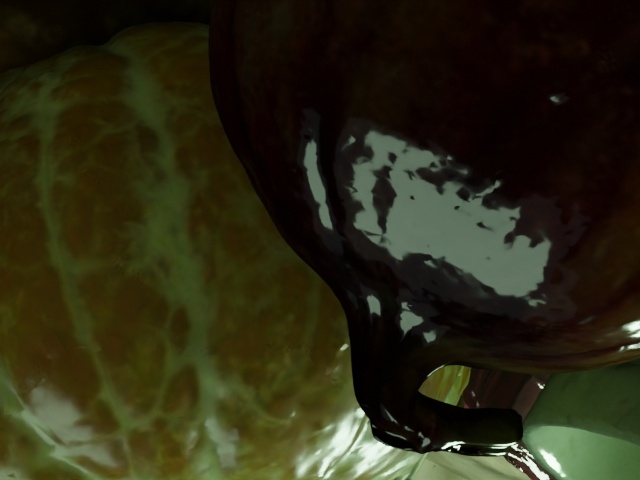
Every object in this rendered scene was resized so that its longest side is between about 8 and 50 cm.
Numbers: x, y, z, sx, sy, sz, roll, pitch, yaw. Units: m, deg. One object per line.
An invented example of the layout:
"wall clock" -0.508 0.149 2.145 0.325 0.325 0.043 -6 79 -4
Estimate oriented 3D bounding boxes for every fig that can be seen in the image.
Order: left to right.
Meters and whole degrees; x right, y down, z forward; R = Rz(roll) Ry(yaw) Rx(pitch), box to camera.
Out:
"fig" 0.072 -0.048 0.584 0.235 0.214 0.235 39 153 24

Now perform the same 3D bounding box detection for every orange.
"orange" -0.083 0.034 0.798 0.329 0.249 0.329 -9 158 -4

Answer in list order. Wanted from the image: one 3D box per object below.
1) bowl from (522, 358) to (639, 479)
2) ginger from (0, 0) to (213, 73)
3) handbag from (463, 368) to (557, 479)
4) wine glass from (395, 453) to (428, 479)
"bowl" 0.286 0.122 0.917 0.307 0.163 0.307 28 170 6
"ginger" -0.204 -0.188 0.785 0.274 0.152 0.357 -13 142 45
"handbag" 0.173 0.109 1.213 0.135 0.146 0.225 27 172 42
"wine glass" -0.022 0.156 1.751 0.323 0.238 0.238 30 170 9
